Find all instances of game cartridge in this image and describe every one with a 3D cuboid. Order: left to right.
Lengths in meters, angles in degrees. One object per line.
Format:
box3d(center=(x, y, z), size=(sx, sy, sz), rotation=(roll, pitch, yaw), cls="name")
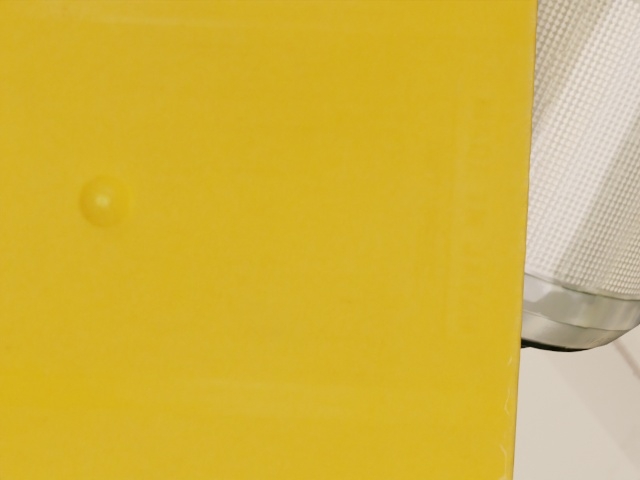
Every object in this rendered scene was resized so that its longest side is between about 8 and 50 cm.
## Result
box3d(center=(-0.080, -0.016, 0.677), size=(0.324, 0.052, 0.285), rotation=(3, 93, 1), cls="game cartridge")

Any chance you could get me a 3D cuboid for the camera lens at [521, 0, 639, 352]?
box3d(center=(0.096, -0.102, 0.795), size=(0.219, 0.219, 0.274), rotation=(12, 108, -41), cls="camera lens")
